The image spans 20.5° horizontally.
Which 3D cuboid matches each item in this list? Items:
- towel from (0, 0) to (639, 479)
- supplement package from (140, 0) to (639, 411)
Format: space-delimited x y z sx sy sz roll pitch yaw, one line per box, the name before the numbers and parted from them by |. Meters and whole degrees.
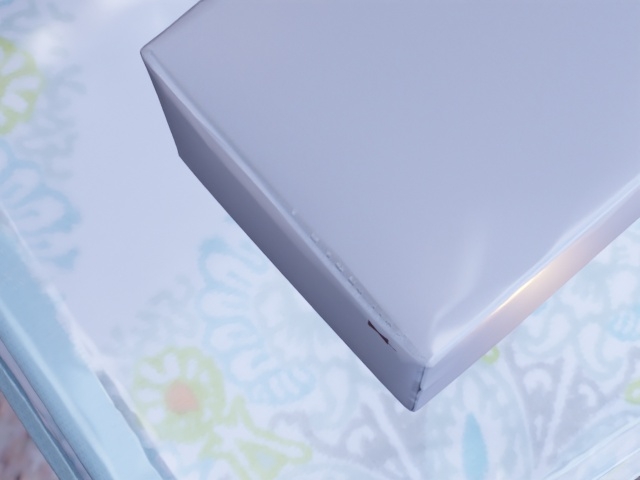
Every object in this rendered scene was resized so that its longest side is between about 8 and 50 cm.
towel | 0.000 0.000 0.827 0.320 0.374 0.090 -33 -174 -18
supplement package | 0.057 -0.054 0.463 0.179 0.105 0.105 -41 171 -7
